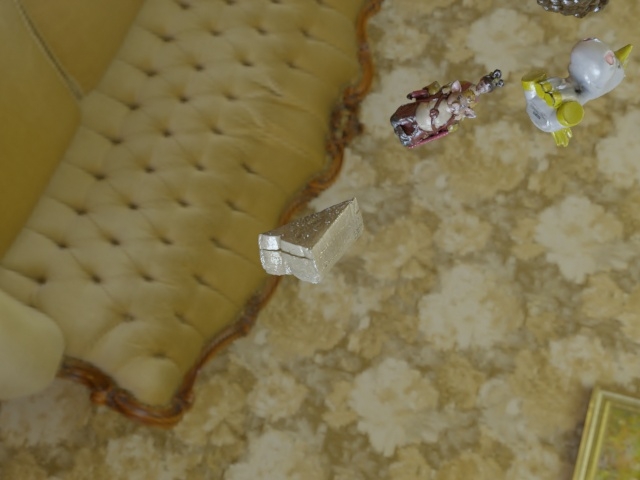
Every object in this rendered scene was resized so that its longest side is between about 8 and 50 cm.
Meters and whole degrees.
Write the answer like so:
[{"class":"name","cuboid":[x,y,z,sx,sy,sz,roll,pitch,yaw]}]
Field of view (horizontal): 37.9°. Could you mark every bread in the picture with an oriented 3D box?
[{"class":"bread","cuboid":[-0.013,-0.008,1.488,0.152,0.105,0.077,-47,139,-40]}]

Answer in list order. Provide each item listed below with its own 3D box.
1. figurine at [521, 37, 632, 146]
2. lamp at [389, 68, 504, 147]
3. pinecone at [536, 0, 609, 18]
[{"class":"figurine","cuboid":[0.375,-0.227,1.336,0.178,0.109,0.129,-46,146,2]},{"class":"lamp","cuboid":[0.269,-0.283,1.981,0.118,0.253,0.118,20,61,-43]},{"class":"pinecone","cuboid":[0.420,-0.486,1.606,0.204,0.179,0.184,-112,-155,-57]}]
